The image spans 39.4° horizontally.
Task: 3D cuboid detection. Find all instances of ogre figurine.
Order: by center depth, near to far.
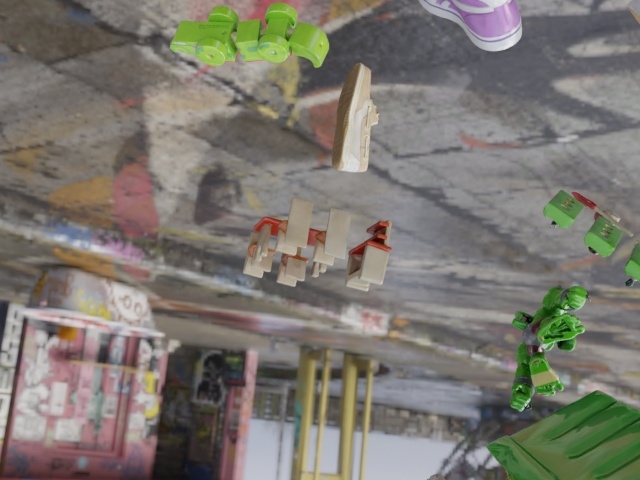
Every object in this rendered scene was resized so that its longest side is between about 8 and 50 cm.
[{"bbox_3d":[0.328,0.141,1.302,0.097,0.197,0.118,4,-161,7],"label":"ogre figurine"}]

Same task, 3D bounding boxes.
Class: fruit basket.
[{"bbox_3d":[0.283,0.363,1.025,0.283,0.392,0.392,47,160,-4],"label":"fruit basket"}]

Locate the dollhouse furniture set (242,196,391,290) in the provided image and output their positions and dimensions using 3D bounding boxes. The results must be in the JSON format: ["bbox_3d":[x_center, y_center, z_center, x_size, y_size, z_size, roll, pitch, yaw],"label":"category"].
[{"bbox_3d":[0.000,0.000,1.737,0.259,0.135,0.262,16,161,-18],"label":"dollhouse furniture set"}]

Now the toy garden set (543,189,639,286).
[{"bbox_3d":[0.443,0.015,1.320,0.244,0.049,0.204,37,-155,12],"label":"toy garden set"}]

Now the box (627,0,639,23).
[{"bbox_3d":[0.682,-0.275,1.433,0.168,0.215,0.345,-38,115,20],"label":"box"}]

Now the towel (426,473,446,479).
[{"bbox_3d":[0.173,0.553,1.490,0.049,0.282,0.187,16,-163,-29],"label":"towel"}]

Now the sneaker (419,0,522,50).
[{"bbox_3d":[0.217,-0.423,1.387,0.102,0.282,0.161,-32,131,-4],"label":"sneaker"}]

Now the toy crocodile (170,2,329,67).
[{"bbox_3d":[-0.151,-0.417,1.868,0.341,0.115,0.105,2,151,15],"label":"toy crocodile"}]

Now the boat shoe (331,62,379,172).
[{"bbox_3d":[0.060,-0.186,1.374,0.059,0.170,0.063,11,177,-20],"label":"boat shoe"}]
